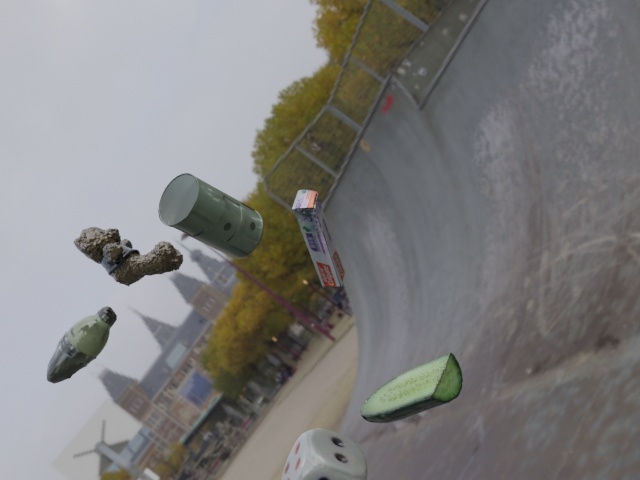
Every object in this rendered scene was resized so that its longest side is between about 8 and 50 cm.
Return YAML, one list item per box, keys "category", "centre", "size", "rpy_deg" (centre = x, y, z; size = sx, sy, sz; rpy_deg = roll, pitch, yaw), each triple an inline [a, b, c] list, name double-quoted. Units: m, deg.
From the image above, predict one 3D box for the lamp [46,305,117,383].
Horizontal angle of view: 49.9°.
- category: "lamp"
  centre: [-0.602, 0.263, 1.725]
  size: [0.250, 0.101, 0.101]
  rpy_deg: [-46, -2, 4]

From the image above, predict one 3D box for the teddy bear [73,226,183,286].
- category: "teddy bear"
  centre: [-0.471, 0.043, 1.678]
  size: [0.182, 0.251, 0.129]
  rpy_deg: [118, 168, -76]

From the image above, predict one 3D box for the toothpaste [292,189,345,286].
- category: "toothpaste"
  centre: [0.000, 0.000, 1.143]
  size: [0.196, 0.040, 0.047]
  rpy_deg: [70, -154, -44]

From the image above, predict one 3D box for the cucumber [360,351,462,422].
- category: "cucumber"
  centre: [0.181, 0.322, 1.410]
  size: [0.243, 0.063, 0.115]
  rpy_deg: [-31, 18, 42]

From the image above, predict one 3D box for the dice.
- category: "dice"
  centre: [0.008, 0.645, 1.879]
  size: [0.193, 0.194, 0.192]
  rpy_deg: [-62, 9, 13]

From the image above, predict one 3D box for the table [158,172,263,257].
- category: "table"
  centre: [-0.245, -0.053, 1.563]
  size: [0.126, 0.126, 0.220]
  rpy_deg: [-54, -42, 5]
